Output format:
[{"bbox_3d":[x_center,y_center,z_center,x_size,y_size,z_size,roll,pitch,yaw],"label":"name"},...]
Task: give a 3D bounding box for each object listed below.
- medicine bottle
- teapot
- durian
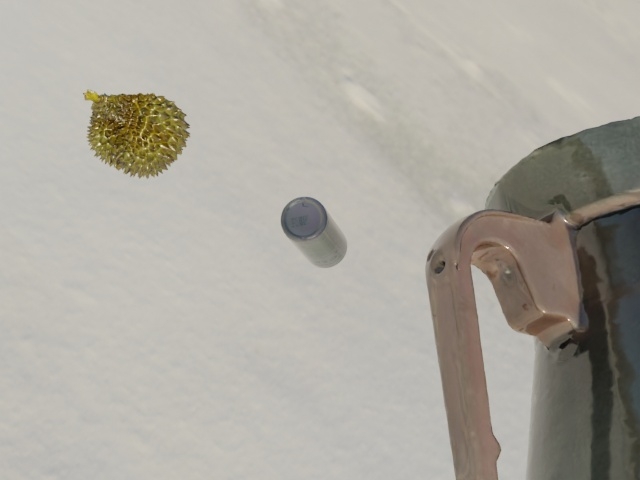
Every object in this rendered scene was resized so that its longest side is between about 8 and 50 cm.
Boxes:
[{"bbox_3d":[0.000,0.000,1.381,0.057,0.058,0.199,50,-1,19],"label":"medicine bottle"},{"bbox_3d":[0.207,0.112,0.701,0.300,0.253,0.343,10,58,-29],"label":"teapot"},{"bbox_3d":[-0.274,-0.161,1.653,0.208,0.147,0.102,45,26,-50],"label":"durian"}]
